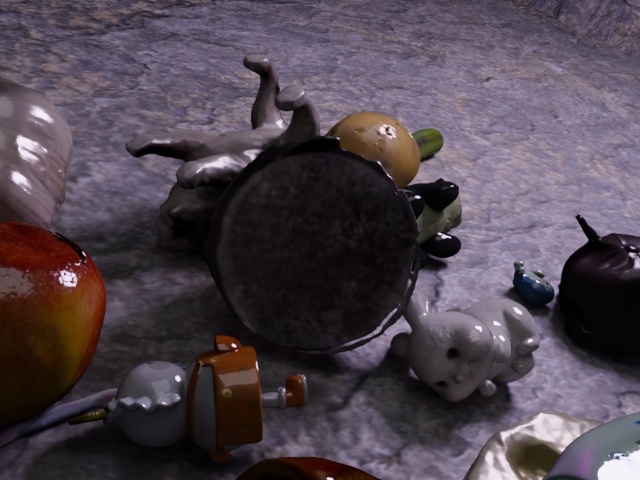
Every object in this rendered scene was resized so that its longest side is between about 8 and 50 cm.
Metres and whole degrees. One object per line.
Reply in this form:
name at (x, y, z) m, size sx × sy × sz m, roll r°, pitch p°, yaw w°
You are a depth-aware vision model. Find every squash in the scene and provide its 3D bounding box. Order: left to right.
squash at (0.208, -0.205, 1.838) m, size 0.066 × 0.066 × 0.229 m, roll 29°, pitch 34°, yaw 24°

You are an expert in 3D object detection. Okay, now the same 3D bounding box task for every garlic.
garlic at (-0.511, -0.102, 1.176) m, size 0.317 × 0.259 × 0.318 m, roll -7°, pitch 57°, yaw 10°

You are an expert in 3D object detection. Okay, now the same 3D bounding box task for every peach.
peach at (-0.357, 0.095, 0.934) m, size 0.230 × 0.231 × 0.231 m, roll 10°, pitch 30°, yaw -6°

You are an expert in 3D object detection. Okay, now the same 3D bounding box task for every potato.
potato at (0.085, -0.141, 1.350) m, size 0.150 × 0.146 × 0.234 m, roll 45°, pitch 19°, yaw 9°

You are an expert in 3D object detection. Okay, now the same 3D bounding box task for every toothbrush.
toothbrush at (-0.273, 0.197, 0.997) m, size 0.269 × 0.021 × 0.027 m, roll -16°, pitch 29°, yaw -42°

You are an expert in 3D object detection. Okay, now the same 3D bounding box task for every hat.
hat at (0.561, 0.052, 1.405) m, size 0.336 × 0.209 × 0.238 m, roll -5°, pitch 32°, yaw -32°

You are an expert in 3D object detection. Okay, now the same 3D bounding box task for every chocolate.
chocolate at (0.000, 0.000, 1.212) m, size 0.303 × 0.303 × 0.213 m, roll 15°, pitch 8°, yaw 3°

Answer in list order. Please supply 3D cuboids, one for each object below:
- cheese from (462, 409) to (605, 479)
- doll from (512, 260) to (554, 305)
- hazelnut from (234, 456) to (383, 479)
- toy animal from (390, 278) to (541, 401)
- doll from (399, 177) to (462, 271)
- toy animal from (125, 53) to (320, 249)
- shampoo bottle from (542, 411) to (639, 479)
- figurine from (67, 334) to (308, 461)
cheese at (0.303, 0.329, 0.918) m, size 0.317 × 0.115 × 0.326 m, roll 18°, pitch 31°, yaw 9°
doll at (0.376, 0.080, 1.438) m, size 0.076 × 0.050 × 0.083 m, roll 17°, pitch 23°, yaw -32°
hazelnut at (-0.019, 0.309, 0.757) m, size 0.217 × 0.217 × 0.251 m, roll 36°, pitch 27°, yaw 34°
toy animal at (0.205, 0.141, 1.185) m, size 0.193 × 0.128 × 0.178 m, roll -2°, pitch 31°, yaw -23°
doll at (0.171, -0.040, 1.466) m, size 0.234 × 0.144 × 0.135 m, roll -17°, pitch 27°, yaw -35°
toy animal at (-0.130, -0.096, 1.374) m, size 0.194 × 0.303 × 0.344 m, roll 30°, pitch 58°, yaw 35°
shampoo bottle at (0.279, 0.272, 0.748) m, size 0.349 × 0.151 × 0.222 m, roll -10°, pitch 37°, yaw -29°
figurine at (-0.150, 0.197, 0.960) m, size 0.271 × 0.143 × 0.143 m, roll -20°, pitch 39°, yaw -14°
